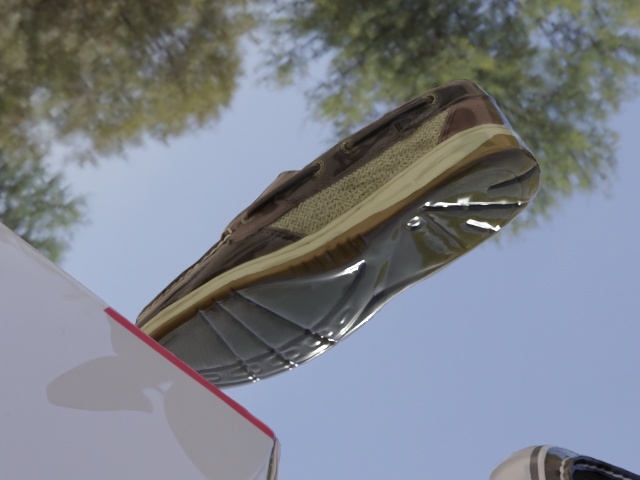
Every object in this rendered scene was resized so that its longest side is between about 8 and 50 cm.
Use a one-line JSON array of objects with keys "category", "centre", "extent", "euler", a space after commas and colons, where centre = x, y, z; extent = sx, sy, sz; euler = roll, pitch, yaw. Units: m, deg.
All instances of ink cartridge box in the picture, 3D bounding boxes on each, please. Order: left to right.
[{"category": "ink cartridge box", "centre": [-0.192, 0.119, 0.484], "extent": [0.283, 0.207, 0.117], "euler": [-26, -142, 31]}]

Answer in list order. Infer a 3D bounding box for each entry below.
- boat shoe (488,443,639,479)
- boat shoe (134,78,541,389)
[{"category": "boat shoe", "centre": [0.160, 0.135, 0.420], "extent": [0.076, 0.228, 0.080], "euler": [-39, -157, 28]}, {"category": "boat shoe", "centre": [0.000, -0.001, 0.563], "extent": [0.223, 0.080, 0.073], "euler": [-31, -132, 15]}]
